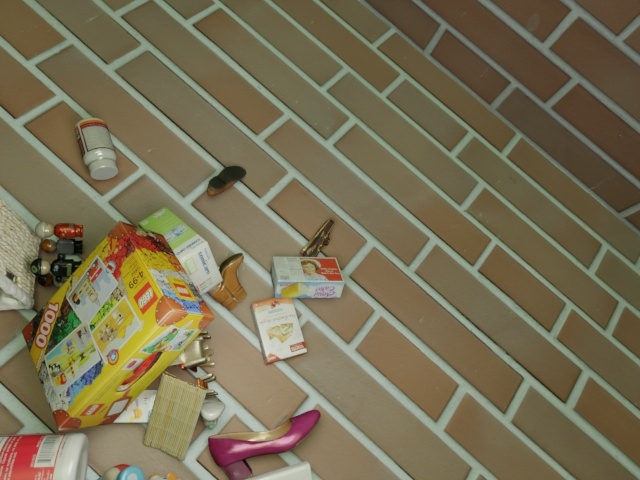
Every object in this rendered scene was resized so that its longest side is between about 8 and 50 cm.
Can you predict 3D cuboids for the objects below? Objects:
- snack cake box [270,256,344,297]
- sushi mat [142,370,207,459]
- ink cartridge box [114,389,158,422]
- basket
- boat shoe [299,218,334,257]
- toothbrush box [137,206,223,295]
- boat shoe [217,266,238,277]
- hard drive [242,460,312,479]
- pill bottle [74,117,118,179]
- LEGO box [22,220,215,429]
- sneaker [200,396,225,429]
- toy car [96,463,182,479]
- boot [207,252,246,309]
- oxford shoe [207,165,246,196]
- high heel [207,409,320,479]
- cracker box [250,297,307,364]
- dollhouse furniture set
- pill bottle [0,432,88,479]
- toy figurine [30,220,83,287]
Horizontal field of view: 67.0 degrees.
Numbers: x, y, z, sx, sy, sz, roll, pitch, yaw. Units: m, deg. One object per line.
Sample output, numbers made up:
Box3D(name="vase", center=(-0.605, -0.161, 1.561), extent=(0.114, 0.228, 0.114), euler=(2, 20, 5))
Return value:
Box3D(name="snack cake box", center=(-0.054, 0.143, 1.894), extent=(0.265, 0.089, 0.152), euler=(2, 35, -16))
Box3D(name="sushi mat", center=(-0.467, 0.564, 1.539), extent=(0.152, 0.316, 0.019), euler=(21, 22, 0))
Box3D(name="ink cartridge box", center=(-0.626, 0.551, 1.604), extent=(0.182, 0.061, 0.104), euler=(5, 67, -14))
Box3D(name="basket", center=(-1.113, 0.056, 1.509), extent=(0.332, 0.328, 0.266), euler=(-3, 63, -8))
Box3D(name="boat shoe", center=(0.000, 0.000, 2.015), extent=(0.073, 0.073, 0.207), euler=(38, 70, 0))
Box3D(name="toothbrush box", center=(-0.496, 0.041, 1.714), extent=(0.283, 0.206, 0.122), euler=(33, 59, 33))
Box3D(name="boat shoe", center=(-0.404, 0.134, 1.846), extent=(0.184, 0.066, 0.063), euler=(-8, 91, -28))
Box3D(name="hard drive", center=(-0.188, 0.888, 1.572), extent=(0.354, 0.047, 0.232), euler=(-8, 87, -20))
Box3D(name="pill bottle", center=(-0.866, -0.354, 1.877), extent=(0.121, 0.121, 0.221), euler=(-16, 74, -22))
Box3D(name="LEGO box", center=(-0.621, 0.254, 1.466), extent=(0.500, 0.193, 0.372), euler=(-46, 62, 10))
Box3D(name="sneaker", center=(-0.358, 0.579, 1.590), extent=(0.080, 0.212, 0.094), euler=(2, 82, -14))
Box3D(name="toy car", center=(-0.535, 0.777, 1.492), extent=(0.238, 0.219, 0.210), euler=(0, 64, -48))
Box3D(name="boot", center=(-0.326, 0.154, 1.817), extent=(0.197, 0.073, 0.152), euler=(-43, 114, -2))
Box3D(name="oxford shoe", center=(-0.394, -0.247, 2.006), extent=(0.076, 0.076, 0.212), euler=(45, 47, 7))
Box3D(name="high heel", center=(-0.186, 0.650, 1.650), extent=(0.377, 0.127, 0.181), euler=(-31, 90, -22))
Box3D(name="cracker box", center=(-0.160, 0.335, 1.828), extent=(0.156, 0.067, 0.232), euler=(-12, 72, -21))
Box3D(name="dollhouse furniture set", center=(-0.439, 0.389, 1.618), extent=(0.135, 0.259, 0.261), euler=(-9, 69, -8))
Box3D(name="pill bottle", center=(-0.903, 0.674, 1.378), extent=(0.408, 0.229, 0.228), euler=(4, 67, -14))
Box3D(name="toy figurine", center=(-0.895, 0.053, 1.649), extent=(0.148, 0.209, 0.212), euler=(2, 68, -26))
